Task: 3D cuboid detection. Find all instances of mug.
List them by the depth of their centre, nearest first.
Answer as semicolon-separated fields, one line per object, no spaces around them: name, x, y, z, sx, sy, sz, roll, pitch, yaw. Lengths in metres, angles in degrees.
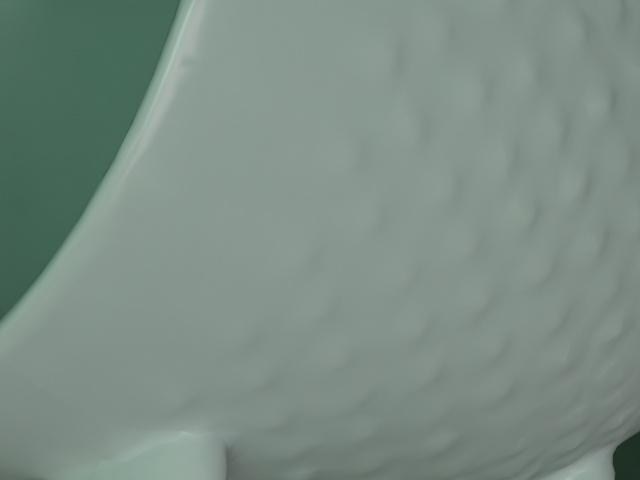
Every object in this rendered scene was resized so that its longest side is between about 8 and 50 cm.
mug;0.000;0.000;0.576;0.328;0.276;0.374;18;54;-44
